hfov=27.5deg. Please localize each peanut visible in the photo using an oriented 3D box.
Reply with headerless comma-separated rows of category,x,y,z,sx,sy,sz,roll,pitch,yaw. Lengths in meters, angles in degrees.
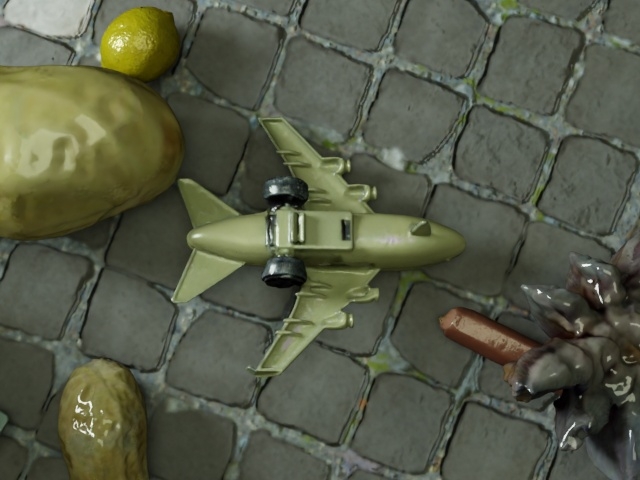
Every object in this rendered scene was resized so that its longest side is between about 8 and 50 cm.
peanut,-0.271,-0.075,1.064,0.319,0.147,0.147,3,86,-3
peanut,-0.175,0.184,1.074,0.080,0.080,0.174,-9,85,-1

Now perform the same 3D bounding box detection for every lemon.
lemon,-0.155,-0.164,1.111,0.083,0.062,0.062,-43,87,10

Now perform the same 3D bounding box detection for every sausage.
sausage,0.168,0.096,1.110,0.147,0.030,0.035,29,84,1

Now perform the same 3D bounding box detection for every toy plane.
toy plane,0.000,0.000,1.088,0.244,0.092,0.229,-1,72,2

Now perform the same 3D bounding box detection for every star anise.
star anise,0.239,0.099,1.054,0.236,0.093,0.229,0,70,-28

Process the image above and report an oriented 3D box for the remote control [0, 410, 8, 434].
remote control,-0.324,0.206,1.097,0.061,0.029,0.162,29,91,3
